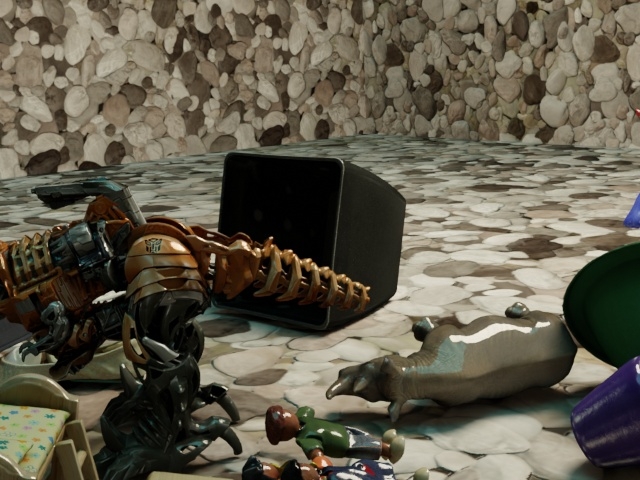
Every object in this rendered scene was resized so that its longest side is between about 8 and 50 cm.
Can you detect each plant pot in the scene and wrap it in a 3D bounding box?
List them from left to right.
[{"bbox_3d":[0.000,0.000,1.166,0.187,0.188,0.167,7,2,41],"label":"plant pot"}]

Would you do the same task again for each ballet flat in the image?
[{"bbox_3d":[-0.248,0.111,0.933,0.168,0.052,0.057,-4,11,-6],"label":"ballet flat"}]

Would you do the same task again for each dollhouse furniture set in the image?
[{"bbox_3d":[-0.126,0.156,0.514,0.161,0.101,0.182,7,13,-4],"label":"dollhouse furniture set"}]

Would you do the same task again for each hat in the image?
[{"bbox_3d":[0.273,0.117,0.751,0.173,0.208,0.183,31,50,-9],"label":"hat"}]

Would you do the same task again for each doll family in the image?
[{"bbox_3d":[0.003,0.158,0.589,0.111,0.076,0.193,15,3,-13],"label":"doll family"}]

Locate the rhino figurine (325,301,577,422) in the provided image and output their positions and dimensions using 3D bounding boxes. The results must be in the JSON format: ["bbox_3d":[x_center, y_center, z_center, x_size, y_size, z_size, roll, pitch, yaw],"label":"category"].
[{"bbox_3d":[0.114,0.106,0.843,0.243,0.073,0.106,-9,10,-24],"label":"rhino figurine"}]

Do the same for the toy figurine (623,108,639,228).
[{"bbox_3d":[0.453,0.018,1.094,0.362,0.217,0.191,40,-8,-4],"label":"toy figurine"}]

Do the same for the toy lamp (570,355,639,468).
[{"bbox_3d":[0.296,0.079,0.650,0.275,0.080,0.080,-34,-4,26],"label":"toy lamp"}]

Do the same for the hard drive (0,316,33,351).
[{"bbox_3d":[-0.409,0.094,0.971,0.255,0.054,0.172,-8,9,21],"label":"hard drive"}]

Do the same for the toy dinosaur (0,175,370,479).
[{"bbox_3d":[-0.134,0.059,0.755,0.322,0.218,0.164,1,11,18],"label":"toy dinosaur"}]
